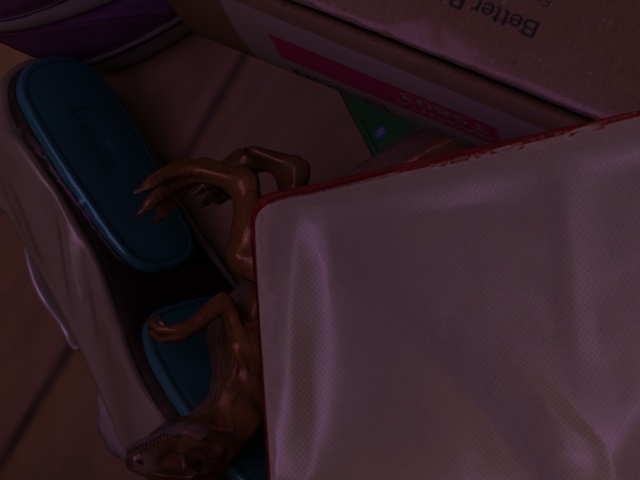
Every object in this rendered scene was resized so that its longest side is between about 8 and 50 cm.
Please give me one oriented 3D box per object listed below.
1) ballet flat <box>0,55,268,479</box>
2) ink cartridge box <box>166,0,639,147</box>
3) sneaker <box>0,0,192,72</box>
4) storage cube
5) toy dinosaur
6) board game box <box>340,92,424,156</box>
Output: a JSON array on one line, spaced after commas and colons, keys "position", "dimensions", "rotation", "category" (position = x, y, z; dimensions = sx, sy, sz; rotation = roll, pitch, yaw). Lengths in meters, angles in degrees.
[{"position": [-0.069, 0.036, 0.785], "dimensions": [0.086, 0.086, 0.248], "rotation": [-39, 64, 17], "category": "ballet flat"}, {"position": [0.086, -0.123, 0.649], "dimensions": [0.235, 0.088, 0.193], "rotation": [24, 81, 16], "category": "ink cartridge box"}, {"position": [-0.043, -0.167, 0.756], "dimensions": [0.282, 0.161, 0.102], "rotation": [-35, 64, 17], "category": "sneaker"}, {"position": [0.105, 0.082, 0.534], "dimensions": [0.215, 0.193, 0.183], "rotation": [-11, 68, 25], "category": "storage cube"}, {"position": [0.000, 0.000, 0.716], "dimensions": [0.112, 0.064, 0.211], "rotation": [39, 87, 21], "category": "toy dinosaur"}, {"position": [0.101, -0.016, 0.724], "dimensions": [0.136, 0.030, 0.259], "rotation": [-34, 66, 21], "category": "board game box"}]
